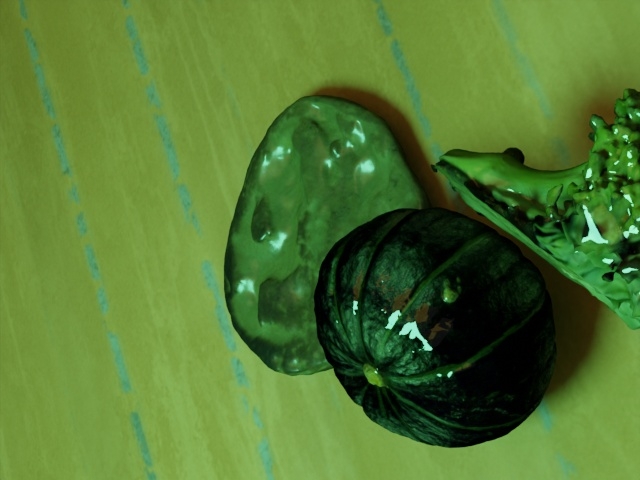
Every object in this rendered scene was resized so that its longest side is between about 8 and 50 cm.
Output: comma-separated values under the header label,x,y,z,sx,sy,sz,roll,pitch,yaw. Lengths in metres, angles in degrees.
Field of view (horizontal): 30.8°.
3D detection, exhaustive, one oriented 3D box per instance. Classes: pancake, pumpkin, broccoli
label,x,y,z,sx,sy,sz,roll,pitch,yaw
pancake,0.000,0.000,1.202,0.294,0.049,0.294,-8,78,41
pumpkin,0.097,0.077,1.004,0.220,0.162,0.220,33,140,32
broccoli,0.241,-0.043,0.878,0.273,0.242,0.180,41,92,30
